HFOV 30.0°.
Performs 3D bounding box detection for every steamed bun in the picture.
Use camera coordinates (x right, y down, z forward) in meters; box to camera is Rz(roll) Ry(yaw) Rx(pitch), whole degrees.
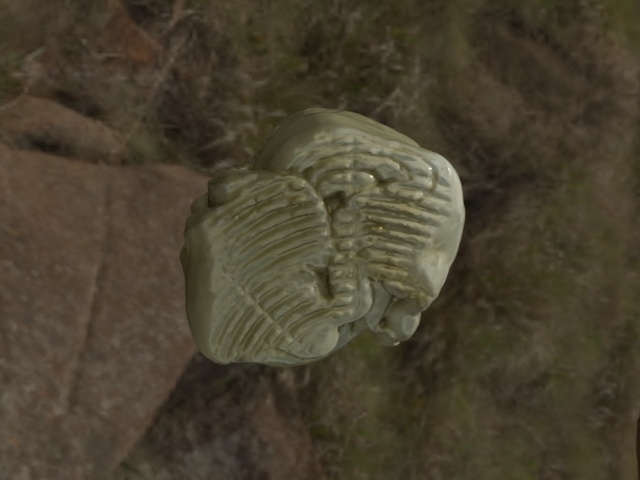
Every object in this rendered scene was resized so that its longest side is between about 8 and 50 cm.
[{"bbox_3d":[-0.003,-0.001,1.286,0.203,0.276,0.289,-83,-168,-75],"label":"steamed bun"}]

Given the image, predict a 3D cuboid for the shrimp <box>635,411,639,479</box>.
[{"bbox_3d":[0.236,0.044,0.624,0.066,0.117,0.262,31,72,-60],"label":"shrimp"}]
